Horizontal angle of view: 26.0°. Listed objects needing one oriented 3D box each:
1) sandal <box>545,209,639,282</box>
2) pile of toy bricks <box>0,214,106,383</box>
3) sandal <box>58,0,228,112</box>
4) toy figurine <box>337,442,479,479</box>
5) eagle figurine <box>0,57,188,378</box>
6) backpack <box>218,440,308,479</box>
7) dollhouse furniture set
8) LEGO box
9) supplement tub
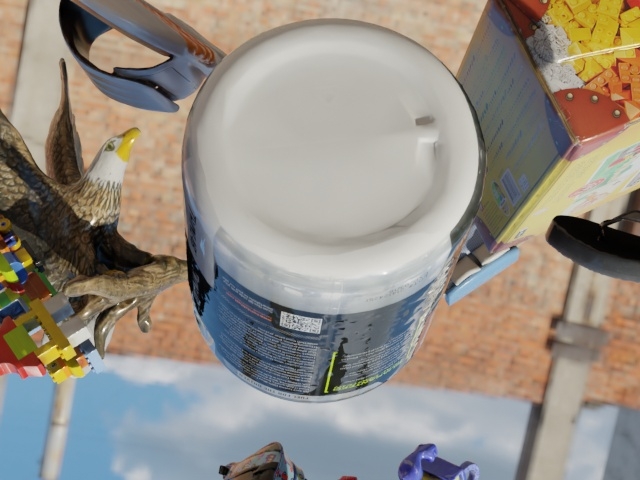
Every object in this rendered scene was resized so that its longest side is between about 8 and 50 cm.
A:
[{"bbox_3d":[0.317,0.011,1.156,0.254,0.054,0.097,14,-164,16],"label":"sandal"},{"bbox_3d":[-0.282,0.065,1.214,0.105,0.118,0.212,-32,-126,-14],"label":"pile of toy bricks"},{"bbox_3d":[-0.131,-0.135,1.061,0.102,0.076,0.265,37,-173,15],"label":"sandal"},{"bbox_3d":[0.154,0.367,1.645,0.191,0.362,0.217,8,-137,39],"label":"toy figurine"},{"bbox_3d":[-0.256,-0.039,1.358,0.298,0.225,0.226,40,162,24],"label":"eagle figurine"},{"bbox_3d":[-0.080,0.375,1.974,0.117,0.173,0.158,33,-132,-16],"label":"backpack"},{"bbox_3d":[0.129,-0.047,2.147,0.286,0.303,0.198,56,171,21],"label":"dollhouse furniture set"},{"bbox_3d":[0.362,-0.192,1.623,0.372,0.193,0.500,-24,169,-9],"label":"LEGO box"},{"bbox_3d":[0.000,0.000,0.985,0.193,0.194,0.316,11,156,1],"label":"supplement tub"}]
